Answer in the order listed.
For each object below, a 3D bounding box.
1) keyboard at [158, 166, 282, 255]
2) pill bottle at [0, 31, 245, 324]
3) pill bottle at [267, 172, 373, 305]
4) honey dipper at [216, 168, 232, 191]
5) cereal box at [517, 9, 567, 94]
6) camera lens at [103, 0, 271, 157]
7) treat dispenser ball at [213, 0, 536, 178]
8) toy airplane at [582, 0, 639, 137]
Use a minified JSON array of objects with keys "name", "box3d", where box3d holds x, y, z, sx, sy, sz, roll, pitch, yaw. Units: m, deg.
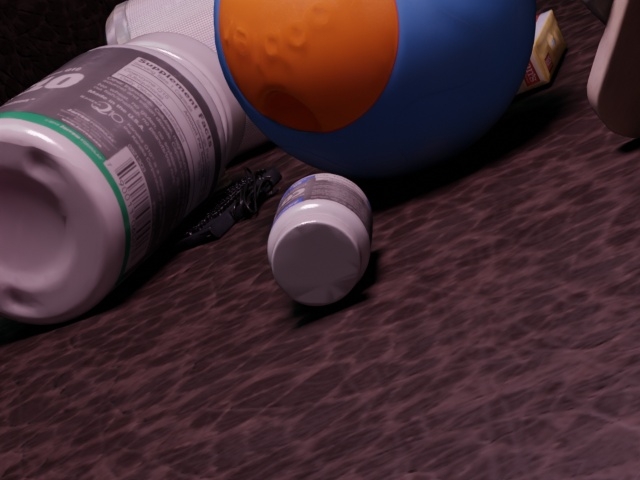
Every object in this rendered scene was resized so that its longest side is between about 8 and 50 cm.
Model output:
[{"name":"keyboard","box3d":[-0.094,-0.044,1.882,0.100,0.038,0.192,-19,14,25]},{"name":"pill bottle","box3d":[-0.218,-0.076,1.852,0.204,0.204,0.361,-18,14,26]},{"name":"pill bottle","box3d":[0.000,0.000,1.415,0.078,0.078,0.137,-23,12,8]},{"name":"honey dipper","box3d":[-0.143,-0.128,2.032,0.030,0.160,0.030,-24,13,6]},{"name":"cereal box","box3d":[0.126,-0.156,1.902,0.240,0.047,0.173,-20,13,20]},{"name":"camera lens","box3d":[-0.099,-0.215,2.180,0.274,0.219,0.219,-23,12,8]},{"name":"treat dispenser ball","box3d":[0.048,-0.199,1.662,0.288,0.288,0.288,-23,12,5]},{"name":"toy airplane","box3d":[0.317,-0.299,1.351,0.386,0.384,0.272,-23,22,15]}]
